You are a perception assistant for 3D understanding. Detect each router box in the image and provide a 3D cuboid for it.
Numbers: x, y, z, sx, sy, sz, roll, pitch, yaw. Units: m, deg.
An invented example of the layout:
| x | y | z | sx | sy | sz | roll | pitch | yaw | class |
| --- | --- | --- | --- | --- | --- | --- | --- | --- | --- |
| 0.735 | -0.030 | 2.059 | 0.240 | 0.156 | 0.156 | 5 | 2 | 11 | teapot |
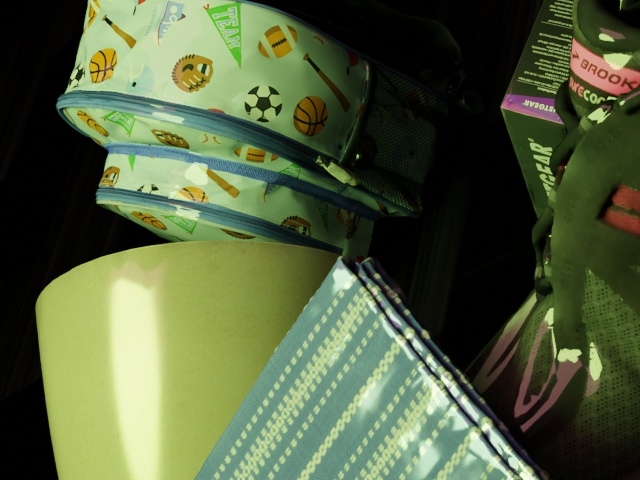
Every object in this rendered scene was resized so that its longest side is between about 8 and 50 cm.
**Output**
| x | y | z | sx | sy | sz | roll | pitch | yaw | class |
| --- | --- | --- | --- | --- | --- | --- | --- | --- | --- |
| 0.167 | -0.096 | 1.153 | 0.046 | 0.179 | 0.133 | 18 | 74 | 21 | router box |

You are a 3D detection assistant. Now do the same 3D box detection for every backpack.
| x | y | z | sx | sy | sz | roll | pitch | yaw | class |
| --- | --- | --- | --- | --- | --- | --- | --- | --- | --- |
| -0.066 | -0.093 | 1.400 | 0.276 | 0.263 | 0.213 | 2 | 68 | 41 | backpack |

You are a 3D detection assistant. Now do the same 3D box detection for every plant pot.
| x | y | z | sx | sy | sz | roll | pitch | yaw | class |
| --- | --- | --- | --- | --- | --- | --- | --- | --- | --- |
| -0.064 | 0.173 | 1.218 | 0.256 | 0.256 | 0.274 | -29 | 54 | 46 | plant pot |

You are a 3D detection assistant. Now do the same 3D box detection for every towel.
| x | y | z | sx | sy | sz | roll | pitch | yaw | class |
| --- | --- | --- | --- | --- | --- | --- | --- | --- | --- |
| 0.048 | 0.198 | 0.969 | 0.243 | 0.040 | 0.336 | -57 | 49 | 22 | towel |

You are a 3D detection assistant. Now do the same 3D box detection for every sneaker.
| x | y | z | sx | sy | sz | roll | pitch | yaw | class |
| --- | --- | --- | --- | --- | --- | --- | --- | --- | --- |
| 0.184 | -0.042 | 1.013 | 0.483 | 0.202 | 0.185 | -56 | 25 | 5 | sneaker |
